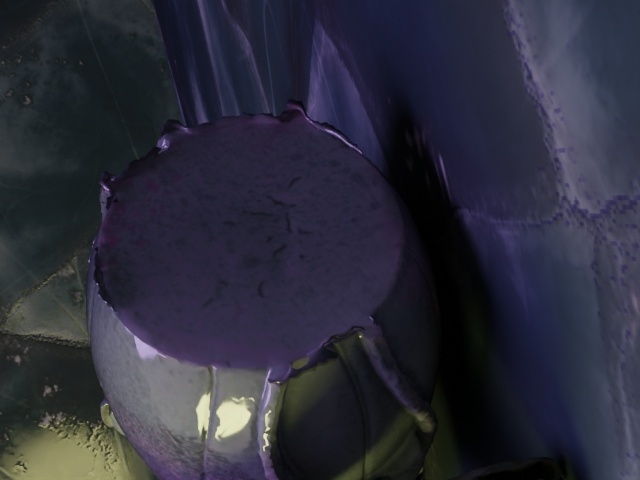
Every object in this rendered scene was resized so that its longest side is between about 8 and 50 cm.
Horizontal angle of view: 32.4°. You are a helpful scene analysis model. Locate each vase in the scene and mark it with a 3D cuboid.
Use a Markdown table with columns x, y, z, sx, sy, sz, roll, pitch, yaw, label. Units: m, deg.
| x | y | z | sx | sy | sz | roll | pitch | yaw | label |
| --- | --- | --- | --- | --- | --- | --- | --- | --- | --- |
| -0.023 | 0.126 | 0.811 | 0.445 | 0.250 | 0.250 | 82 | 169 | -53 | vase |

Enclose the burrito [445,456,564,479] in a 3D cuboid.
| x | y | z | sx | sy | sz | roll | pitch | yaw | label |
| --- | --- | --- | --- | --- | --- | --- | --- | --- | --- |
| -0.004 | 0.188 | 0.618 | 0.066 | 0.309 | 0.096 | 60 | -152 | -16 | burrito |
